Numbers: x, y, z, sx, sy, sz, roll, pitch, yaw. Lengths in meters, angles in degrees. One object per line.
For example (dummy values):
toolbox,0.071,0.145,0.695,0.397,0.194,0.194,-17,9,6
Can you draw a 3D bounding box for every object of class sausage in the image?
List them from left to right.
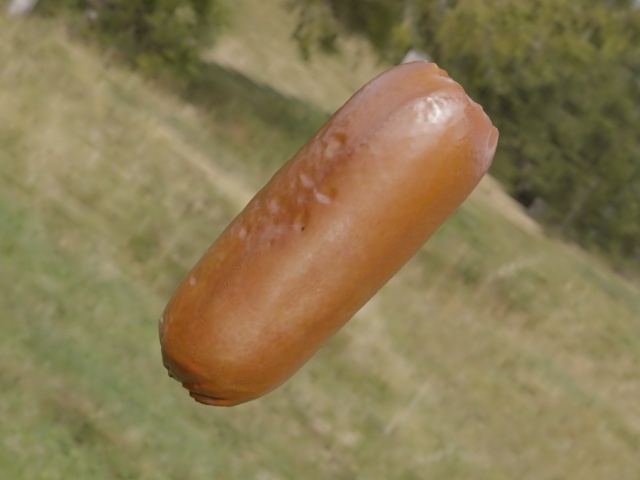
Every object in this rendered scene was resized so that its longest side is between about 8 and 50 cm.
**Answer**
sausage,0.000,0.000,0.866,0.076,0.197,0.076,43,10,-10
